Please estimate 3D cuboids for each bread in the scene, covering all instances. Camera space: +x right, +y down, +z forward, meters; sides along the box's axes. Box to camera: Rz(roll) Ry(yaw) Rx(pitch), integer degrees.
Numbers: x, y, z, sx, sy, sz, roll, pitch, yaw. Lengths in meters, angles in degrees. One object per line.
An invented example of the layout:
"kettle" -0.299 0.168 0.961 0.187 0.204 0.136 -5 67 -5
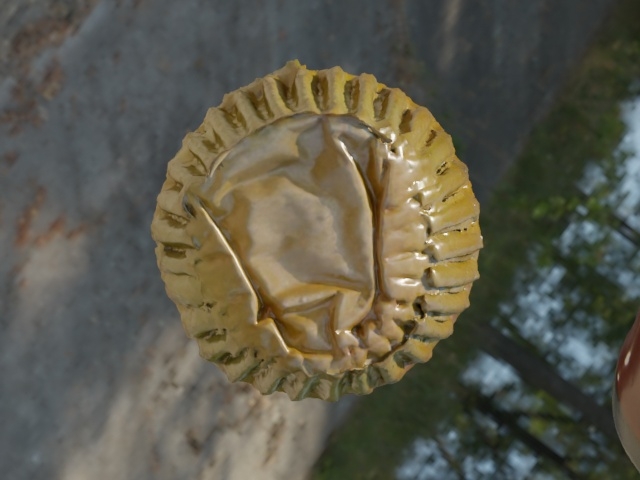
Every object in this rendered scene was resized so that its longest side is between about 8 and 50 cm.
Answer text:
"bread" 0.001 0.001 1.023 0.240 0.240 0.139 -54 -170 5

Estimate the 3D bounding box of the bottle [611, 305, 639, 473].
"bottle" 0.223 -0.024 0.618 0.144 0.144 0.336 -53 158 -41
